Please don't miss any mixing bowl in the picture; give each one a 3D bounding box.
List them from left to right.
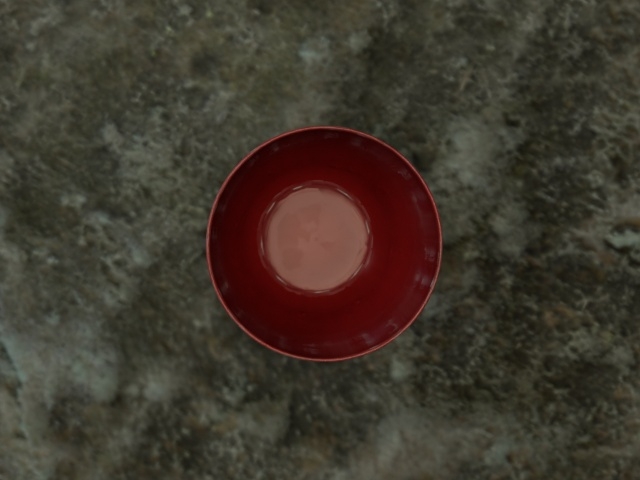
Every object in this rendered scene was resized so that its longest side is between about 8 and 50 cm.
[{"bbox_3d":[0.000,0.000,0.940,0.181,0.098,0.182,0,94,-5],"label":"mixing bowl"}]
